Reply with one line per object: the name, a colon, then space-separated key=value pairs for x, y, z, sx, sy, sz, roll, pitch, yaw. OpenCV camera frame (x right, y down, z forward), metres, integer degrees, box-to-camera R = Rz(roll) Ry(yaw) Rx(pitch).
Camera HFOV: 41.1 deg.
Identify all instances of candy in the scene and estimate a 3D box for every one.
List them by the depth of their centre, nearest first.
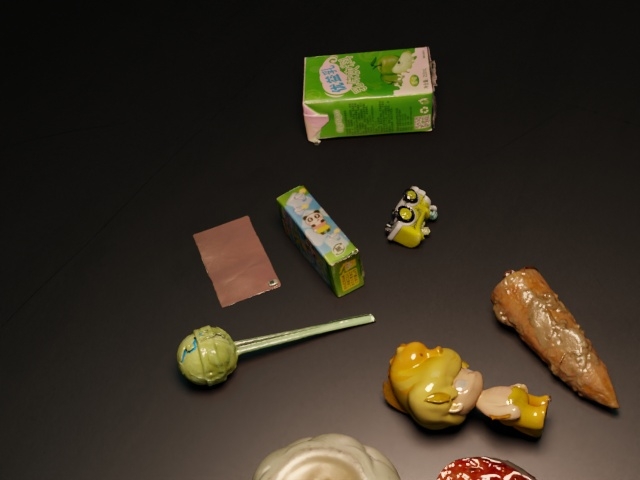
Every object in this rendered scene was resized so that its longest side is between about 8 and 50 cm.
candy: x=-0.068 y=0.162 z=1.398 sx=0.335 sy=0.092 sz=0.093 roll=-11 pitch=12 yaw=-12
candy: x=0.000 y=0.000 z=1.502 sx=0.062 sy=0.097 sz=0.194 roll=-30 pitch=52 yaw=-13

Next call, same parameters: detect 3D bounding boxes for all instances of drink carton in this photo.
drink carton: x=0.100 y=-0.294 z=1.729 sx=0.271 sy=0.108 sz=0.161 roll=-4 pitch=47 yaw=6

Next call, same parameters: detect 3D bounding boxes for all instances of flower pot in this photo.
flower pot: x=0.008 y=0.376 z=1.118 sx=0.246 sy=0.195 sz=0.246 roll=-4 pitch=50 yaw=5

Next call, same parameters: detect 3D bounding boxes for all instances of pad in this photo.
pad: x=-0.155 y=0.034 z=1.552 sx=0.113 sy=0.006 sz=0.188 roll=-21 pitch=50 yaw=-9

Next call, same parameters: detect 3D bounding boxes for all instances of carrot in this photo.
carrot: x=0.375 y=0.159 z=1.332 sx=0.102 sy=0.102 sz=0.263 roll=-26 pitch=57 yaw=-14

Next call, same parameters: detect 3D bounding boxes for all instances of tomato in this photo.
tomato: x=0.238 y=0.380 z=1.157 sx=0.166 sy=0.082 sz=0.174 roll=-19 pitch=54 yaw=-3

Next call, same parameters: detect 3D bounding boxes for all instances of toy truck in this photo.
toy truck: x=0.168 y=-0.042 z=1.536 sx=0.077 sy=0.076 sz=0.111 roll=27 pitch=57 yaw=-2

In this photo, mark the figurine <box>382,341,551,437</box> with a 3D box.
figurine: x=0.212 y=0.228 z=1.267 sx=0.246 sy=0.131 sz=0.156 roll=14 pitch=19 yaw=20
